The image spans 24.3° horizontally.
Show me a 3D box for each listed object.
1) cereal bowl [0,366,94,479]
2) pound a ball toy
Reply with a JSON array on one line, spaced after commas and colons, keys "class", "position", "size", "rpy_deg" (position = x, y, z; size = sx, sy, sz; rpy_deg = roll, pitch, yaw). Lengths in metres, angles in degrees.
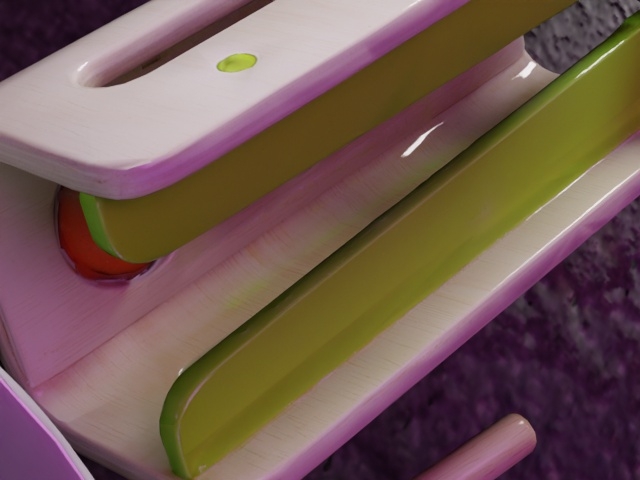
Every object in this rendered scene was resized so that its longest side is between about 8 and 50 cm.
[{"class": "cereal bowl", "position": [-0.204, 0.158, 0.341], "size": [0.339, 0.141, 0.339], "rpy_deg": [7, 78, -33]}, {"class": "pound a ball toy", "position": [0.000, 0.000, 0.528], "size": [0.319, 0.135, 0.208], "rpy_deg": [-36, 127, -32]}]
